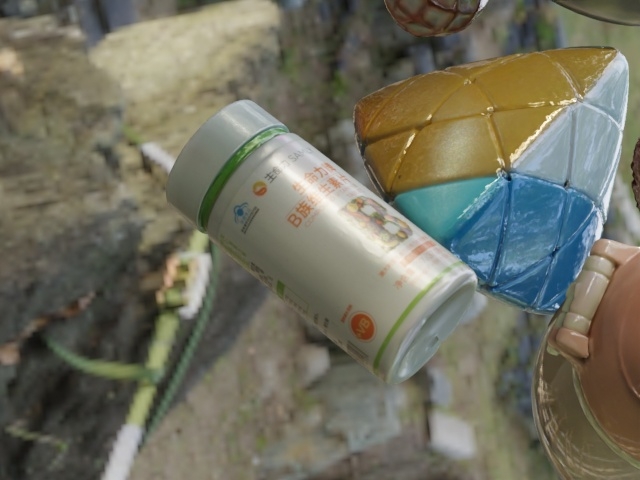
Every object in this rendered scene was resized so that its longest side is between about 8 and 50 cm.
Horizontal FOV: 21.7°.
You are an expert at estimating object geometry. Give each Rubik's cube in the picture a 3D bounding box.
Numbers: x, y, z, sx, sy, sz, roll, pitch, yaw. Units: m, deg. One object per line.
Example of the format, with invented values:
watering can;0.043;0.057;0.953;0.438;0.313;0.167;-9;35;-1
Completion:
Rubik's cube;0.183;-0.051;1.398;0.254;0.254;0.254;-9;90;-78

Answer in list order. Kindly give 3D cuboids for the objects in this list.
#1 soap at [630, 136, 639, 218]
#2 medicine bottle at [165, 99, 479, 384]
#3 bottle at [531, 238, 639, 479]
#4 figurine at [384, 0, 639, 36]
soap;0.288;0.011;1.026;0.182;0.112;0.289;52;-13;50
medicine bottle;0.000;0.000;1.010;0.183;0.086;0.086;38;-1;18
bottle;0.180;0.065;0.818;0.236;0.148;0.147;65;18;-77
figurine;0.129;-0.174;0.724;0.167;0.281;0.370;50;29;10
